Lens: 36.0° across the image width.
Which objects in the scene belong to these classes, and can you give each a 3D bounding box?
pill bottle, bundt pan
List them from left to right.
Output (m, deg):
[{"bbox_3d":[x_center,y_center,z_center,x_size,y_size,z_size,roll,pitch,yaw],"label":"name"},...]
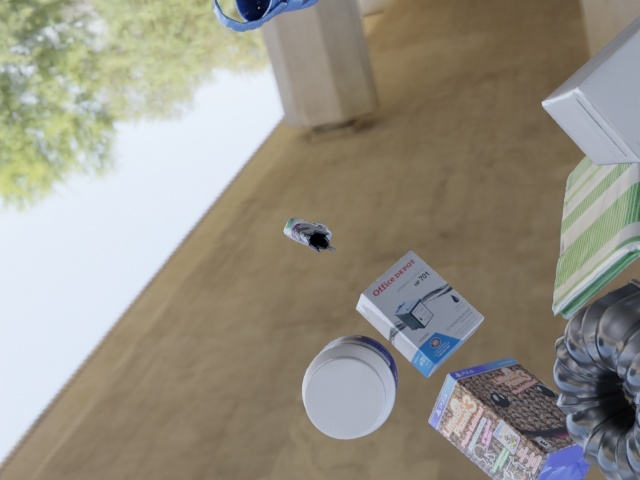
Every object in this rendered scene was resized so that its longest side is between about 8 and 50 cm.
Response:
[{"bbox_3d":[0.050,0.242,1.627,0.153,0.153,0.265,-12,179,6],"label":"pill bottle"},{"bbox_3d":[0.464,0.230,1.460,0.124,0.330,0.331,-13,-163,-23],"label":"bundt pan"}]

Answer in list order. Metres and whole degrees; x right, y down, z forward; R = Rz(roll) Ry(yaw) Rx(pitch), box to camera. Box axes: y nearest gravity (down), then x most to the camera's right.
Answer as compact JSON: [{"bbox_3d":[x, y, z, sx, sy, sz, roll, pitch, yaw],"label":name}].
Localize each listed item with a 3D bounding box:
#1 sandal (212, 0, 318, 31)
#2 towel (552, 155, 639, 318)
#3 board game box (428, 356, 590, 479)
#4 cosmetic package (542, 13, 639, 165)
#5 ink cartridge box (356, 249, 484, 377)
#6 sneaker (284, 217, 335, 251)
[{"bbox_3d":[-0.084,-0.401,1.553,0.138,0.126,0.317,-49,173,21],"label":"sandal"},{"bbox_3d":[0.475,-0.052,1.648,0.038,0.248,0.325,23,-129,-7],"label":"towel"},{"bbox_3d":[0.431,0.409,2.162,0.232,0.141,0.291,-6,-146,-43],"label":"board game box"},{"bbox_3d":[0.454,-0.226,1.368,0.224,0.138,0.224,-42,-177,3],"label":"cosmetic package"},{"bbox_3d":[0.183,0.135,1.829,0.139,0.191,0.082,-41,166,-21],"label":"ink cartridge box"},{"bbox_3d":[0.000,0.000,1.398,0.069,0.038,0.098,29,-168,36],"label":"sneaker"}]
